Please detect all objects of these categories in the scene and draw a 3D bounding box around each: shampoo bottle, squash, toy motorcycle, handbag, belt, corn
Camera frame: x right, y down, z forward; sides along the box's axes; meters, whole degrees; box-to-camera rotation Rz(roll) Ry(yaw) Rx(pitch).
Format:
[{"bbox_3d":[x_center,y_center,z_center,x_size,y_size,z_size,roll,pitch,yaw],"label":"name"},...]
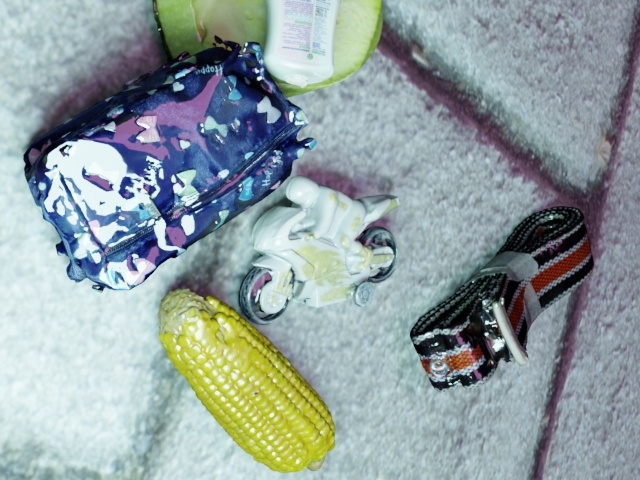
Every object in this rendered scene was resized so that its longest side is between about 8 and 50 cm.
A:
[{"bbox_3d":[-0.019,-0.193,1.242,0.072,0.043,0.099,7,78,-16],"label":"shampoo bottle"},{"bbox_3d":[-0.060,-0.241,1.299,0.220,0.133,0.220,3,86,-42],"label":"squash"},{"bbox_3d":[0.000,0.000,1.397,0.229,0.074,0.151,-18,109,-37],"label":"toy motorcycle"},{"bbox_3d":[-0.138,-0.069,1.190,0.260,0.113,0.162,-36,113,-21],"label":"handbag"},{"bbox_3d":[0.237,0.065,1.634,0.359,0.126,0.094,-39,108,-48],"label":"belt"},{"bbox_3d":[-0.069,0.144,1.302,0.261,0.097,0.097,53,53,-32],"label":"corn"}]
